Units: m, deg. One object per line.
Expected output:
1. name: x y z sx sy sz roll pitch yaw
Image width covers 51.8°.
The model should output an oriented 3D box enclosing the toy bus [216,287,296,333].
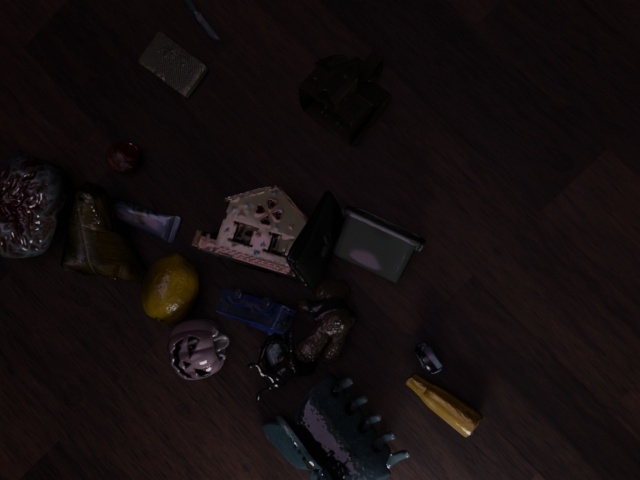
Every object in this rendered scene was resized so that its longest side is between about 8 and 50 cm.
1. toy bus: -0.184 0.198 1.858 0.237 0.079 0.094 13 83 36

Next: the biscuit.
1. biscuit: -0.448 -0.535 2.005 0.199 0.040 0.121 37 92 11

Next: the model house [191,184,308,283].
1. model house: -0.168 -0.038 1.877 0.326 0.169 0.244 17 83 6

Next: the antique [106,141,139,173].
1. antique: -0.598 -0.249 1.988 0.104 0.104 0.103 -1 87 10

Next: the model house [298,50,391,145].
1. model house: 0.089 -0.443 1.841 0.211 0.204 0.243 38 77 10

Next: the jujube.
1. jujube: -0.885 -0.105 1.972 0.226 0.226 0.316 18 95 10

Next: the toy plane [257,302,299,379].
1. toy plane: -0.136 0.299 1.897 0.096 0.060 0.234 -19 87 1

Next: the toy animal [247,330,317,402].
1. toy animal: -0.103 0.348 1.833 0.233 0.084 0.148 -39 98 -19

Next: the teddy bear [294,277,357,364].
1. teddy bear: 0.029 0.220 1.823 0.129 0.182 0.251 -18 59 46

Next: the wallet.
1. wallet: 0.000 0.000 1.800 0.052 0.168 0.245 12 62 32

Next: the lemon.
1. lemon: -0.432 0.140 1.902 0.170 0.170 0.207 17 86 10

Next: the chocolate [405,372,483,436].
1. chocolate: 0.332 0.439 1.796 0.219 0.085 0.085 37 94 10

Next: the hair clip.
1. hair clip: 0.043 0.532 1.748 0.238 0.392 0.318 -36 80 -21

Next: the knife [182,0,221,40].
1. knife: -0.372 -0.685 2.012 0.028 0.015 0.210 -36 82 1

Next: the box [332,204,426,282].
1. box: 0.153 0.011 1.817 0.244 0.163 0.135 26 100 9

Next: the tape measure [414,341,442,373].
1. tape measure: 0.294 0.322 1.800 0.054 0.094 0.091 -33 82 0

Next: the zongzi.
1. zongzi: -0.605 -0.007 1.936 0.289 0.134 0.285 19 116 5

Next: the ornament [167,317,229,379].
1. ornament: -0.344 0.306 1.876 0.178 0.177 0.177 -1 87 10

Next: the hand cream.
1. hand cream: -0.550 -0.075 1.998 0.256 0.055 0.088 20 97 4
